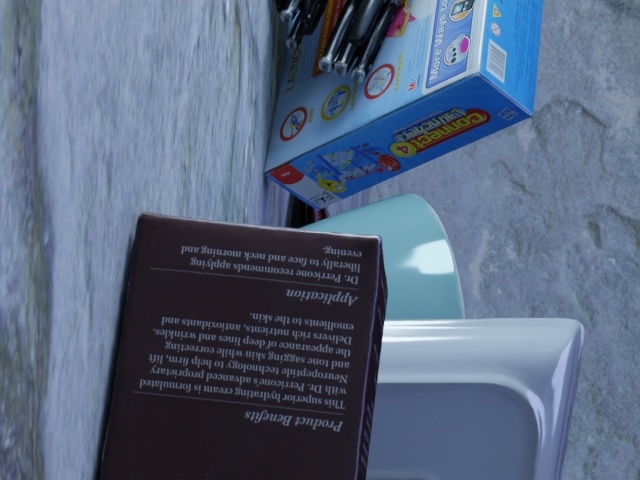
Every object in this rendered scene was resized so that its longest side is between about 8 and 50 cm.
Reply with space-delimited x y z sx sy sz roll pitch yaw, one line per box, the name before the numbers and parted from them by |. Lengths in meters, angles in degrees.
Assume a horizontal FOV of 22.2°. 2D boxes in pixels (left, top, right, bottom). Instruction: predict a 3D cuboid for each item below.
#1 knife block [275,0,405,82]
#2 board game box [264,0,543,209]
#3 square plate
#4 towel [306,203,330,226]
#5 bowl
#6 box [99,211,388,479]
knife block | 0.072 -0.302 1.652 0.088 0.275 0.242 81 -14 -72
board game box | 0.093 -0.220 1.729 0.086 0.302 0.308 33 51 -33
square plate | 0.045 0.232 1.350 0.049 0.347 0.344 -131 -136 -70
towel | 0.000 0.000 2.132 0.275 0.031 0.199 90 -4 -51
bowl | 0.007 0.111 1.495 0.311 0.163 0.312 180 -90 -73
box | -0.047 0.101 1.126 0.167 0.168 0.203 77 20 -77
